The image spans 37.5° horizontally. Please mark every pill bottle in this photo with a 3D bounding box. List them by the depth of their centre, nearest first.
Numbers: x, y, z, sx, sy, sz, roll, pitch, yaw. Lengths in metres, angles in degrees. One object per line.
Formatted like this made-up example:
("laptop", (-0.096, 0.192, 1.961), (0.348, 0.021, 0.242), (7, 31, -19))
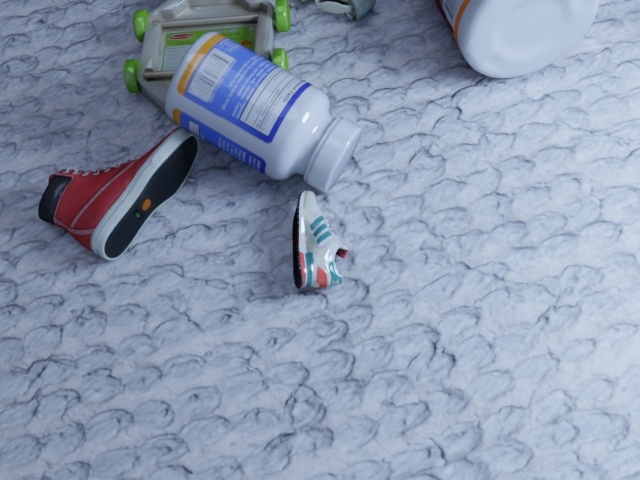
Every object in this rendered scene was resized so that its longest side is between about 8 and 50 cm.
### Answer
("pill bottle", (-0.081, -0.184, 1.406), (0.272, 0.152, 0.152), (30, 64, 5))
("pill bottle", (0.265, -0.473, 1.520), (0.224, 0.224, 0.392), (-17, 58, -3))

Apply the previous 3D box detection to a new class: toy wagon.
("toy wagon", (-0.184, -0.356, 1.605), (0.267, 0.068, 0.345), (-3, 56, 6))

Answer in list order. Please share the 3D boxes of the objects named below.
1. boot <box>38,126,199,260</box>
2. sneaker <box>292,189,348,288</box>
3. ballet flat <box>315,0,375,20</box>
("boot", (-0.315, -0.104, 1.447), (0.176, 0.088, 0.244), (29, 68, 26))
("sneaker", (0.000, 0.000, 1.357), (0.075, 0.057, 0.161), (5, 54, -9))
("ballet flat", (-0.005, -0.439, 1.633), (0.213, 0.072, 0.068), (28, 71, 24))
